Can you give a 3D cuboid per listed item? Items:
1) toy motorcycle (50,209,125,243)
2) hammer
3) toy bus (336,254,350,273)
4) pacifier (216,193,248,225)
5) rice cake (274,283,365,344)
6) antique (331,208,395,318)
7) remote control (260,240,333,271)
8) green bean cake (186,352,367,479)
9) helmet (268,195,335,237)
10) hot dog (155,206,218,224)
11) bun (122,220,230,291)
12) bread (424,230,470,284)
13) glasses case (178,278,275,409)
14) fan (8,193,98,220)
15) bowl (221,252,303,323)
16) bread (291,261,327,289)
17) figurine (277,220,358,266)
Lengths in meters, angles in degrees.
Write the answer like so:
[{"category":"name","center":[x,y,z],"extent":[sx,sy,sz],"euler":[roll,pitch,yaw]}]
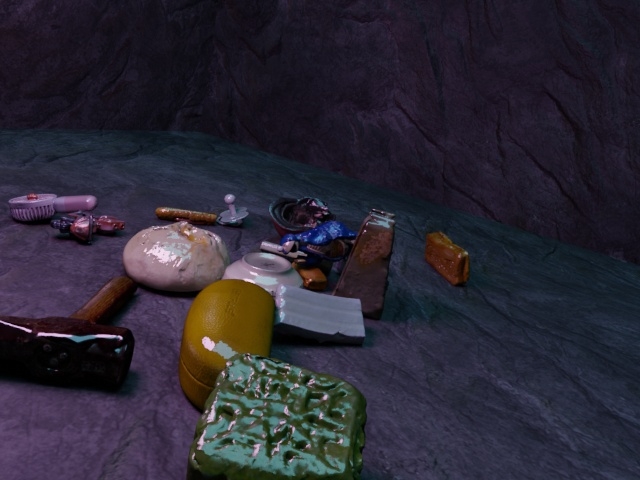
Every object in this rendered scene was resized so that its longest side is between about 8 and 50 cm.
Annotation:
[{"category":"toy motorcycle","center":[-0.661,-0.041,1.548],"extent":[0.118,0.084,0.212],"euler":[12,10,29]},{"category":"hammer","center":[-0.461,0.145,1.076],"extent":[0.243,0.095,0.409],"euler":[11,15,-6]},{"category":"toy bus","center":[0.132,0.080,1.740],"extent":[0.172,0.072,0.057],"euler":[4,20,-33]},{"category":"pacifier","center":[-0.332,-0.114,1.973],"extent":[0.127,0.116,0.150],"euler":[-14,23,0]},{"category":"rice cake","center":[-0.001,0.178,1.262],"extent":[0.237,0.043,0.127],"euler":[15,46,-23]},{"category":"antique","center":[0.129,0.058,1.445],"extent":[0.150,0.284,0.125],"euler":[14,17,1]},{"category":"remote control","center":[-0.075,0.052,1.689],"extent":[0.234,0.038,0.098],"euler":[16,-13,8]},{"category":"green bean cake","center":[-0.052,0.288,0.773],"extent":[0.248,0.125,0.222],"euler":[15,31,0]},{"category":"helmet","center":[-0.069,-0.058,1.920],"extent":[0.253,0.154,0.198],"euler":[-22,54,-32]},{"category":"hot dog","center":[-0.470,-0.084,1.881],"extent":[0.216,0.047,0.066],"euler":[7,-19,-22]},{"category":"bun","center":[-0.374,0.031,1.408],"extent":[0.287,0.146,0.287],"euler":[8,18,-3]},{"category":"bread","center":[0.464,0.056,1.953],"extent":[0.077,0.139,0.271],"euler":[-2,18,-12]},{"category":"glasses case","center":[-0.181,0.183,1.061],"extent":[0.173,0.141,0.371],"euler":[10,16,-5]},{"category":"fan","center":[-0.792,-0.107,1.590],"extent":[0.244,0.074,0.130],"euler":[-4,15,-6]},{"category":"bowl","center":[-0.146,0.110,1.355],"extent":[0.238,0.126,0.237],"euler":[10,18,-3]},{"category":"bread","center":[-0.034,0.102,1.579],"extent":[0.074,0.053,0.132],"euler":[5,19,-27]},{"category":"figurine","center":[0.003,0.003,1.553],"extent":[0.262,0.164,0.120],"euler":[5,61,-30]}]
